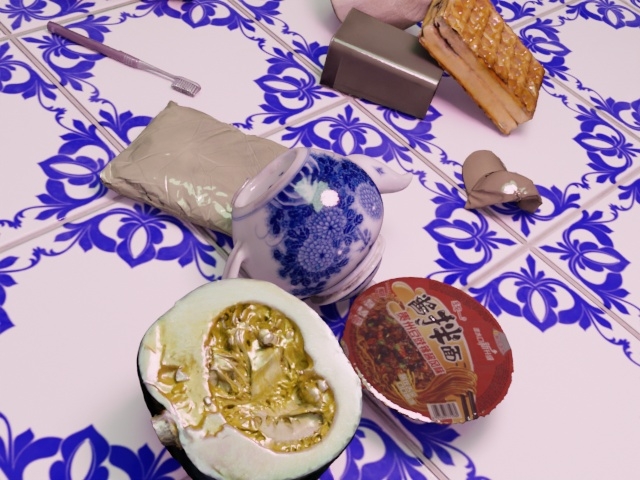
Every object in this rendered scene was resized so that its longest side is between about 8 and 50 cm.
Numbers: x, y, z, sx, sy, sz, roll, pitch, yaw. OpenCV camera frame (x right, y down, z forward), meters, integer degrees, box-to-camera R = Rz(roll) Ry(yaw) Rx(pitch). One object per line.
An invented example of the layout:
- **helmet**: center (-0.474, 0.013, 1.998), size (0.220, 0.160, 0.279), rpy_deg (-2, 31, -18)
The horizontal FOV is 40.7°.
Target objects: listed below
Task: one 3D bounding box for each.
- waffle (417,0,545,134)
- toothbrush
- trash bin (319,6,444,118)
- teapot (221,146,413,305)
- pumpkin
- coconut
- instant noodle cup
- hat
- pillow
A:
- **waffle**: center (0.350, -0.396, 1.843), size (0.308, 0.091, 0.213), rpy_deg (43, 44, -18)
- **toothbrush**: center (-0.406, -0.371, 1.762), size (0.354, 0.024, 0.029), rpy_deg (24, 55, 7)
- **trash bin**: center (0.142, -0.377, 1.848), size (0.240, 0.122, 0.164), rpy_deg (22, 45, 3)
- **teapot**: center (0.000, 0.000, 1.395), size (0.280, 0.252, 0.424), rpy_deg (48, 67, -19)
- **pumpkin**: center (-0.104, 0.220, 1.176), size (0.263, 0.197, 0.293), rpy_deg (-23, 64, -20)
- **coconut**: center (0.133, -0.576, 1.950), size (0.237, 0.266, 0.237), rpy_deg (17, 67, -47)
- **instant noodle cup**: center (0.158, 0.188, 1.341), size (0.274, 0.091, 0.274), rpy_deg (7, 47, -8)
- **hat**: center (0.345, -0.126, 1.688), size (0.147, 0.085, 0.175), rpy_deg (-2, 50, -15)
- **pillow**: center (-0.211, -0.140, 1.561), size (0.281, 0.076, 0.274), rpy_deg (23, 44, 6)
